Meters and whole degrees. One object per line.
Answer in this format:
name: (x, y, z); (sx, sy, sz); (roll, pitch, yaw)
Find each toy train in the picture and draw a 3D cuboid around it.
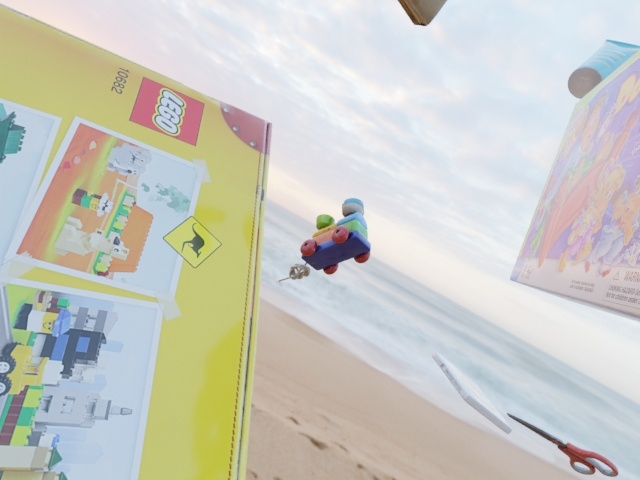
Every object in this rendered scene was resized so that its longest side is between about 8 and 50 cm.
toy train: (0.000, 0.000, 1.042); (0.248, 0.143, 0.105); (-22, -47, 31)

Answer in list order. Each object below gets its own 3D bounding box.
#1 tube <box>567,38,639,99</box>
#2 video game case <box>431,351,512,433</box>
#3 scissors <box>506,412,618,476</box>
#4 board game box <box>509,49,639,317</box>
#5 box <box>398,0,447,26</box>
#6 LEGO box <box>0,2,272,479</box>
tube: (0.487, -0.299, 0.752); (0.080, 0.207, 0.052); (36, -35, 27)
video game case: (0.313, 0.314, 0.927); (0.157, 0.019, 0.143); (40, 8, -23)
scissors: (0.607, 0.504, 1.109); (0.297, 0.021, 0.109); (40, -38, -9)
board game box: (0.277, -0.050, 0.373); (0.078, 0.233, 0.347); (20, 2, 10)
box: (0.105, -0.315, 0.361); (0.164, 0.201, 0.021); (32, 8, -41)
LEGO box: (-0.258, 0.052, 0.389); (0.372, 0.500, 0.193); (19, -38, -26)
